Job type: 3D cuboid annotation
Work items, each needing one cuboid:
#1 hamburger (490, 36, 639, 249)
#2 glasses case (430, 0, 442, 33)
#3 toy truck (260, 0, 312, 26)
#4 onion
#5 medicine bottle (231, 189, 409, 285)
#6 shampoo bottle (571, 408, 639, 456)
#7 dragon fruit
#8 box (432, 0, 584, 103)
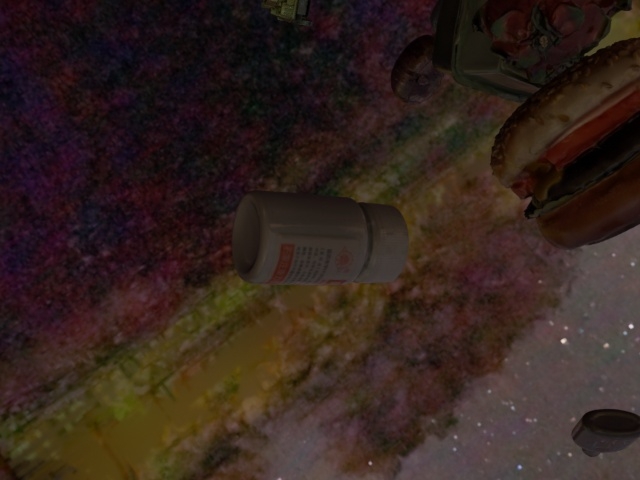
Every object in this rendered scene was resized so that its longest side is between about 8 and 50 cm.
[{"bbox_3d":[0.444,-0.153,1.036,0.329,0.250,0.330,-34,176,-2],"label":"hamburger"},{"bbox_3d":[0.316,-0.495,1.238,0.109,0.067,0.282,6,145,-26],"label":"glasses case"},{"bbox_3d":[-0.064,-0.468,1.272,0.169,0.100,0.077,-109,-151,-68],"label":"toy truck"},{"bbox_3d":[0.233,-0.440,1.679,0.098,0.151,0.206,-22,147,-25],"label":"onion"},{"bbox_3d":[0.000,0.000,1.492,0.371,0.211,0.211,3,154,-28],"label":"medicine bottle"},{"bbox_3d":[0.396,0.274,0.910,0.079,0.040,0.165,1,151,11],"label":"shampoo bottle"},{"bbox_3d":[0.266,-0.265,0.726,0.235,0.135,0.137,-27,172,-43],"label":"dragon fruit"},{"bbox_3d":[0.343,-0.368,1.162,0.290,0.221,0.166,3,-170,-41],"label":"box"}]
